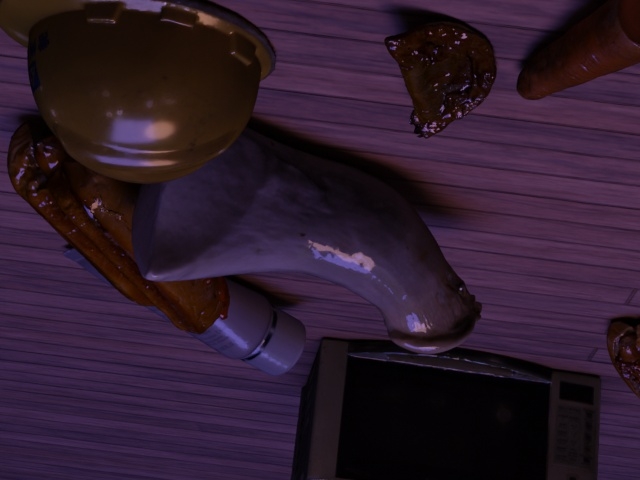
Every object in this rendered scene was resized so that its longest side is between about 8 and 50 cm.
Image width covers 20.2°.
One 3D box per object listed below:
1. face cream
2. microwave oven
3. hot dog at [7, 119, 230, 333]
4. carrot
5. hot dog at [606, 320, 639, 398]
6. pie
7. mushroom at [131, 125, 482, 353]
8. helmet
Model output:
[{"bbox_3d":[-0.159,0.073,2.225,0.314,0.089,0.143,29,153,-29],"label":"face cream"},{"bbox_3d":[0.167,0.312,2.523,0.394,0.247,0.333,8,159,-3],"label":"microwave oven"},{"bbox_3d":[-0.199,-0.020,1.918,0.158,0.117,0.349,27,166,34],"label":"hot dog"},{"bbox_3d":[0.218,-0.154,1.499,0.061,0.061,0.210,15,162,-20],"label":"carrot"},{"bbox_3d":[0.431,0.168,2.283,0.102,0.076,0.249,-6,156,24],"label":"hot dog"},{"bbox_3d":[0.111,-0.148,1.582,0.088,0.033,0.191,-12,156,6],"label":"pie"},{"bbox_3d":[0.001,0.000,1.830,0.397,0.177,0.126,16,165,-28],"label":"mushroom"},{"bbox_3d":[-0.169,-0.125,1.595,0.257,0.140,0.205,12,160,-21],"label":"helmet"}]
